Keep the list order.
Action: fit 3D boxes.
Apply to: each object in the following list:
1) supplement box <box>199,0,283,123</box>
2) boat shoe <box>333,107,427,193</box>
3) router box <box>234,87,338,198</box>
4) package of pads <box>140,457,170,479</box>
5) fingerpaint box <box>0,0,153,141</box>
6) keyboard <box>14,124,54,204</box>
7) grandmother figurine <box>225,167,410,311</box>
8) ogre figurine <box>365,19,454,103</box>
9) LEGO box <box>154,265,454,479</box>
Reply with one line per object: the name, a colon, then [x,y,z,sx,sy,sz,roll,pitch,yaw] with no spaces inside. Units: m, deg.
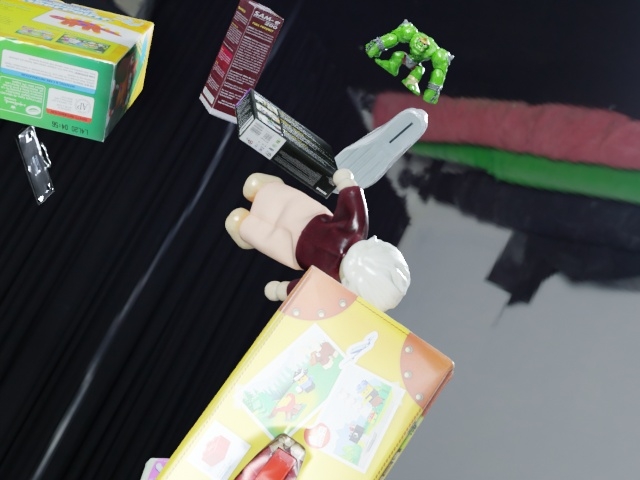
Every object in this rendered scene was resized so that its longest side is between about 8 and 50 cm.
supplement box: [-0.169,-0.380,1.950,0.073,0.239,0.130,18,17,-24]
boat shoe: [0.109,-0.160,1.695,0.083,0.226,0.076,58,24,-1]
router box: [-0.052,-0.157,1.486,0.179,0.046,0.133,34,20,-24]
package of pads: [-0.225,0.541,1.812,0.297,0.229,0.101,0,-52,11]
fingerpaint box: [-0.584,-0.362,1.787,0.445,0.163,0.371,13,24,-5]
keyboard: [-0.676,-0.185,2.192,0.023,0.108,0.180,-2,-61,14]
grandmother figurine: [0.000,0.000,1.275,0.104,0.207,0.342,13,13,-39]
ogre figurine: [0.206,-0.407,2.063,0.197,0.118,0.097,43,14,25]
LEGO box: [-0.081,0.321,1.072,0.193,0.500,0.372,34,-15,8]
